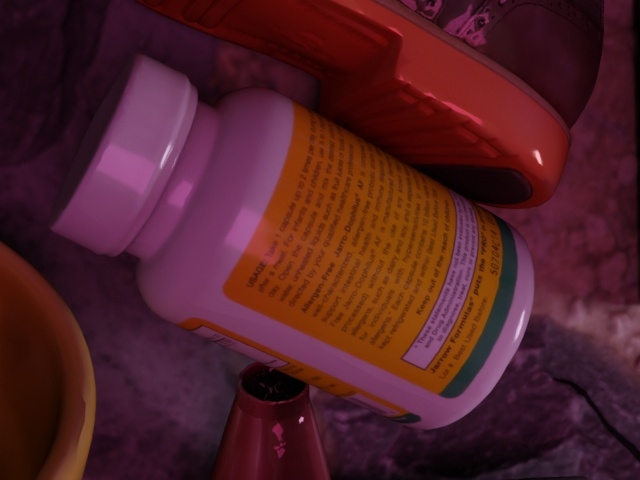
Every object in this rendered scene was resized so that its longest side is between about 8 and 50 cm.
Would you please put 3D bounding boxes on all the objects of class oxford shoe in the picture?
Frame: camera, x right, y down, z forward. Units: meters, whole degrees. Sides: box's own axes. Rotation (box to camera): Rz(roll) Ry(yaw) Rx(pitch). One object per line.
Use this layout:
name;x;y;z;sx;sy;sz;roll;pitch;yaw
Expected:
oxford shoe;-0.015;-0.158;0.409;0.363;0.130;0.133;33;76;-25

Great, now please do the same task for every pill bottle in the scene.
pill bottle;-0.013;0.000;0.427;0.208;0.117;0.118;26;99;-20

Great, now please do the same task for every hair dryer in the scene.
hair dryer;0.030;0.165;0.539;0.223;0.080;0.293;-43;127;-1

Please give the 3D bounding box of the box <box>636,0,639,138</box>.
box;0.288;-0.040;0.483;0.168;0.167;0.203;-12;110;-10

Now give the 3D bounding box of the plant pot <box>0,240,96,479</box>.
plant pot;-0.243;0.133;0.373;0.253;0.254;0.239;13;119;-18
